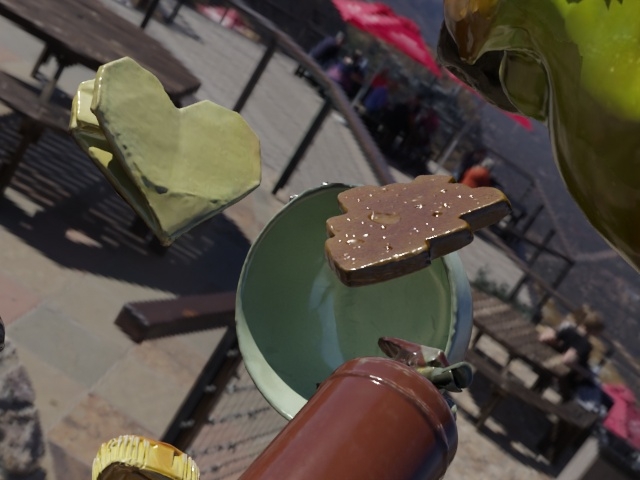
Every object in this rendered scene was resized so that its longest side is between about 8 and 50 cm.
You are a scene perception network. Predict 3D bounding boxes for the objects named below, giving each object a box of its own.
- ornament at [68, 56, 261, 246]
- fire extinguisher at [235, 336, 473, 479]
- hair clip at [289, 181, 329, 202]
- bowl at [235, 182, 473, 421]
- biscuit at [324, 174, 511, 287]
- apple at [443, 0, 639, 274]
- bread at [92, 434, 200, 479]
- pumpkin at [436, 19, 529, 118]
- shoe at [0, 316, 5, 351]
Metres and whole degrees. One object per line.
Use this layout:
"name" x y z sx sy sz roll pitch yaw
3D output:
"ornament" -0.145 -0.073 0.939 0.201 0.059 0.180 22 51 -36
"fire extinguisher" -0.004 0.160 0.632 0.337 0.147 0.107 -41 115 -45
"hair clip" 0.003 -0.001 1.542 0.146 0.187 0.056 13 10 19
"bowl" 0.057 0.092 1.202 0.307 0.307 0.163 42 14 29
"biscuit" 0.034 -0.004 0.405 0.082 0.016 0.092 1 30 28
"apple" 0.244 -0.145 0.565 0.374 0.384 0.374 29 -20 12
"bread" -0.304 0.418 1.683 0.190 0.132 0.114 26 25 -20
"pumpkin" 0.322 -0.253 1.309 0.325 0.242 0.232 -25 67 -38
"shoe" -0.325 0.063 0.883 0.062 0.053 0.159 46 0 21
